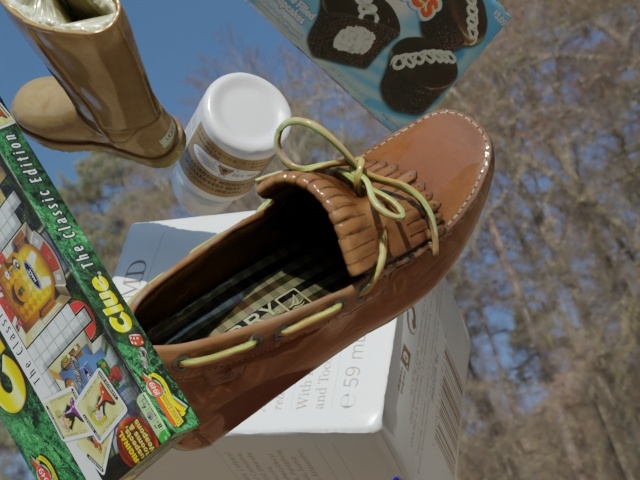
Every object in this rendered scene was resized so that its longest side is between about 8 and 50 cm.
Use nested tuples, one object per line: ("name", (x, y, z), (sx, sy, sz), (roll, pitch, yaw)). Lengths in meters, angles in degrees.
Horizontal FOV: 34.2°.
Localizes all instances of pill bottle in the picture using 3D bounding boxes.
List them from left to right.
("pill bottle", (-0.139, -0.131, 1.513), (0.131, 0.131, 0.229), (-1, -24, -25))

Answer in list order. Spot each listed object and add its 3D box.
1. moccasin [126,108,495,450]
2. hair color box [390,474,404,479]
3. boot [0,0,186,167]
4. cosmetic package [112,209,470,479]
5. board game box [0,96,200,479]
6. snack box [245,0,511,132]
("moccasin", (-0.002, -0.002, 0.807), (0.380, 0.139, 0.147), (-31, -36, -25))
("hair color box", (0.159, 0.355, 0.875), (0.110, 0.339, 0.185), (-48, -62, -6))
("boot", (-0.274, -0.188, 1.114), (0.236, 0.089, 0.269), (11, -21, 14))
("cosmetic package", (-0.044, 0.182, 1.318), (0.393, 0.330, 0.327), (-5, -40, 20))
("board game box", (-0.183, 0.035, 0.637), (0.030, 0.260, 0.136), (-20, -18, -49))
("snack box", (0.043, -0.269, 1.101), (0.322, 0.060, 0.187), (36, -83, -37))
